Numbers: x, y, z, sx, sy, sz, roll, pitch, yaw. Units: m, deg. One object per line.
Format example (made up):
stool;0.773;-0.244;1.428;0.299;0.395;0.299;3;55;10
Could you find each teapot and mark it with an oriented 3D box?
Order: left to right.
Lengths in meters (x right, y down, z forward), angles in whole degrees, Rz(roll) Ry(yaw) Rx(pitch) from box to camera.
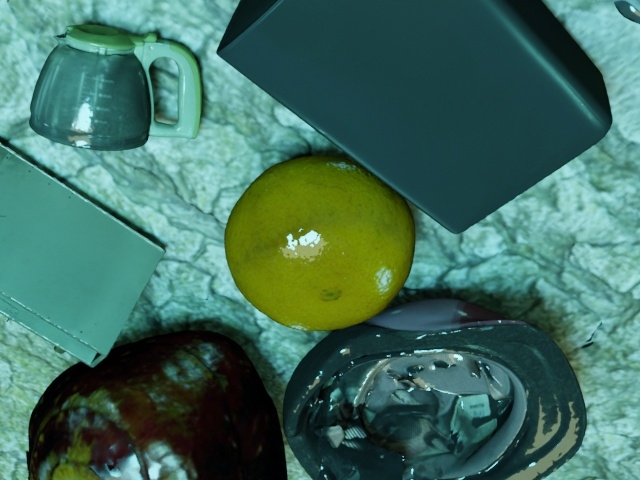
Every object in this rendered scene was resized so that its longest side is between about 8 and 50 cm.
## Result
teapot;-0.163;-0.125;0.681;0.092;0.124;0.091;33;120;38

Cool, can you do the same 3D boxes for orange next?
orange;0.000;0.000;0.706;0.156;0.124;0.156;-5;136;-4

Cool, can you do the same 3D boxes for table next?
table;-0.283;0.008;0.775;0.240;0.121;0.111;35;143;-15

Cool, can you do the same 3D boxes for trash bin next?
trash bin;0.071;-0.128;0.602;0.225;0.115;0.165;39;125;-20

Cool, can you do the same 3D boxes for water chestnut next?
water chestnut;-0.153;0.226;0.823;0.244;0.289;0.289;1;130;-18

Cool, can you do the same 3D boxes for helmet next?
helmet;0.089;0.136;0.777;0.253;0.154;0.198;-27;111;8

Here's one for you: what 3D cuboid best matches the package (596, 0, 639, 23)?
package;0.241;-0.218;0.555;0.173;0.027;0.171;19;130;1
